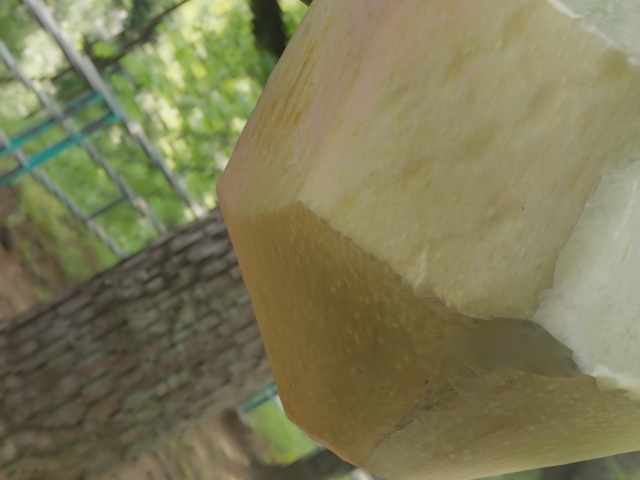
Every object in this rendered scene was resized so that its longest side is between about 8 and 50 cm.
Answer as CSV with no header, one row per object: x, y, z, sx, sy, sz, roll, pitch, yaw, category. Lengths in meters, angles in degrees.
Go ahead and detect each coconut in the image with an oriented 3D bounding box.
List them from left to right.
0.111,-0.013,0.897,0.353,0.352,0.352,60,1,-1,coconut

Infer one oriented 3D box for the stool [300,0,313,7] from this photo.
0.087,-0.376,1.909,0.226,0.310,0.310,51,-20,-6,stool
